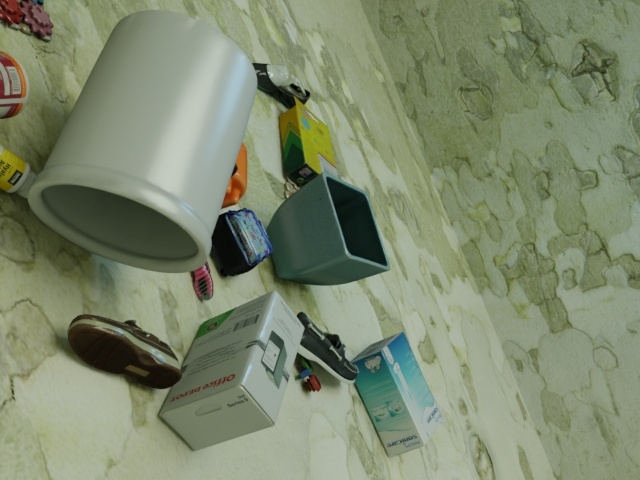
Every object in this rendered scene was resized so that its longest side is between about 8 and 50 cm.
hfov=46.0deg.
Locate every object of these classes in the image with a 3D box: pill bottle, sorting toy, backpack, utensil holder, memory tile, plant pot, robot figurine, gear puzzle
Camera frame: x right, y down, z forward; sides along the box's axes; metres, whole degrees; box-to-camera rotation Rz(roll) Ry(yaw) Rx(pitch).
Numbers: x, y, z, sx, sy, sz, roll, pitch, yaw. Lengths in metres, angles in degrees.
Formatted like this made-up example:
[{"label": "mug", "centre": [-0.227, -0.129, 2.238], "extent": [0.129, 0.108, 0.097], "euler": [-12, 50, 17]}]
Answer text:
[{"label": "pill bottle", "centre": [-0.614, -0.260, 1.278], "extent": [0.121, 0.121, 0.221], "euler": [63, 25, -1]}, {"label": "sorting toy", "centre": [-0.038, 0.344, 1.921], "extent": [0.102, 0.042, 0.061], "euler": [61, 7, 23]}, {"label": "pill bottle", "centre": [-0.555, -0.125, 1.329], "extent": [0.116, 0.065, 0.065], "euler": [39, 35, -41]}, {"label": "backpack", "centre": [-0.190, -0.003, 1.859], "extent": [0.158, 0.116, 0.173], "euler": [65, 22, 1]}, {"label": "utensil holder", "centre": [-0.310, -0.182, 1.409], "extent": [0.327, 0.327, 0.386], "euler": [39, 57, -41]}, {"label": "memory tile", "centre": [-0.064, -0.131, 2.337], "extent": [0.148, 0.012, 0.113], "euler": [43, 32, -37]}, {"label": "plant pot", "centre": [0.000, 0.000, 2.055], "extent": [0.247, 0.252, 0.248], "euler": [18, 52, -56]}, {"label": "robot figurine", "centre": [-0.247, -0.182, 1.899], "extent": [0.158, 0.128, 0.220], "euler": [18, 46, -24]}, {"label": "gear puzzle", "centre": [-0.673, -0.523, 1.498], "extent": [0.339, 0.044, 0.176], "euler": [8, 59, -60]}]

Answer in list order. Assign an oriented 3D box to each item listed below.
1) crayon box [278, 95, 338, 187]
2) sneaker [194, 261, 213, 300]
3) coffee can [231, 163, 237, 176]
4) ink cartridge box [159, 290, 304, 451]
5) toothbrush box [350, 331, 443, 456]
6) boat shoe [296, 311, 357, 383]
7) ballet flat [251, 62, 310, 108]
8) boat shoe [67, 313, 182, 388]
[{"label": "crayon box", "centre": [-0.037, -0.295, 2.449], "extent": [0.202, 0.081, 0.319], "euler": [38, 33, -42]}, {"label": "sneaker", "centre": [-0.265, 0.081, 1.726], "extent": [0.057, 0.047, 0.120], "euler": [27, 43, -68]}, {"label": "coffee can", "centre": [-0.332, -0.250, 1.714], "extent": [0.201, 0.201, 0.276], "euler": [-9, 75, -64]}, {"label": "ink cartridge box", "centre": [-0.173, 0.262, 1.533], "extent": [0.122, 0.211, 0.289], "euler": [54, 28, -22]}, {"label": "toothbrush box", "centre": [0.224, 0.446, 2.214], "extent": [0.296, 0.126, 0.216], "euler": [64, 24, 2]}, {"label": "boat shoe", "centre": [0.019, 0.284, 1.973], "extent": [0.114, 0.091, 0.302], "euler": [39, 0, 45]}, {"label": "ballet flat", "centre": [-0.129, -0.523, 2.479], "extent": [0.280, 0.096, 0.095], "euler": [24, 47, -53]}, {"label": "boat shoe", "centre": [-0.364, 0.190, 1.391], "extent": [0.257, 0.095, 0.095], "euler": [46, 16, -45]}]
